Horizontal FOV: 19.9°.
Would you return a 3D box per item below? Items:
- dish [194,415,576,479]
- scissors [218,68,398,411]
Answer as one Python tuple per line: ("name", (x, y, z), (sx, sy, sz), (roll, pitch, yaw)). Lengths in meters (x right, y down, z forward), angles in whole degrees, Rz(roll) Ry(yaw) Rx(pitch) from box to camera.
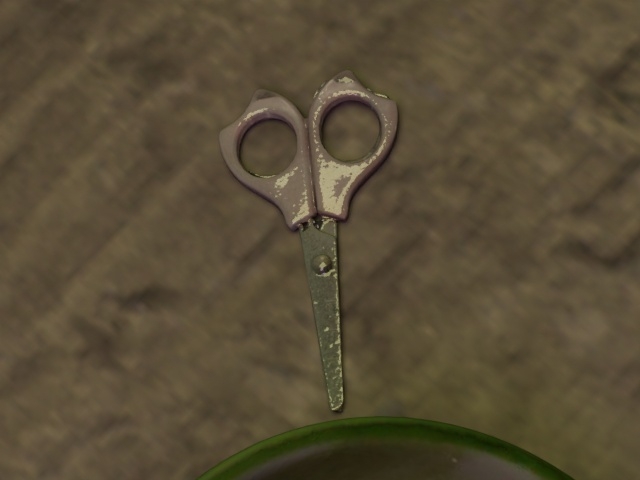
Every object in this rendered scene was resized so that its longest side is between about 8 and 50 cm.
("dish", (0.022, 0.247, 0.781), (0.324, 0.124, 0.324), (11, 64, -23))
("scissors", (0.000, 0.000, 0.969), (0.100, 0.015, 0.189), (-10, 70, 9))
